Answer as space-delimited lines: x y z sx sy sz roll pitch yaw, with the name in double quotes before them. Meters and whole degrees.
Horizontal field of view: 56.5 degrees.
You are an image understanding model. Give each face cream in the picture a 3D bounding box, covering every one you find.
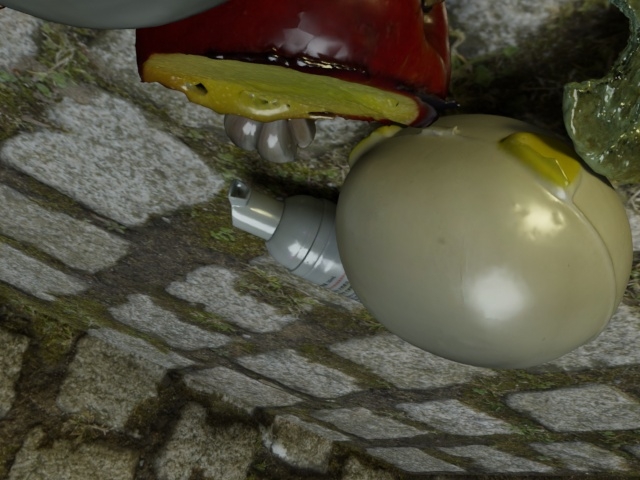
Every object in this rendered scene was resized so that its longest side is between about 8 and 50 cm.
"face cream" 0.000 0.000 1.030 0.370 0.145 0.145 25 148 -16

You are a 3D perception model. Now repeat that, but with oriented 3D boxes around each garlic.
"garlic" -0.065 -0.168 0.825 0.131 0.127 0.194 44 180 6

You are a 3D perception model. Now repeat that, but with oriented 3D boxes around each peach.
"peach" -0.036 -0.238 0.609 0.362 0.201 0.258 9 180 33

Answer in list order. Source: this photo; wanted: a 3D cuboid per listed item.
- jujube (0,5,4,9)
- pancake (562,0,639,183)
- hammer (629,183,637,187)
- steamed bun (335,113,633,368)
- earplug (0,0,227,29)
"jujube" -0.356 -0.329 0.598 0.190 0.190 0.255 31 155 -27
"pancake" 0.354 -0.170 0.594 0.253 0.037 0.253 -9 121 -15
"hammer" 0.449 -0.101 0.804 0.035 0.019 0.110 12 152 3
"steamed bun" 0.193 -0.002 0.766 0.374 0.334 0.334 13 156 43
"earplug" -0.108 -0.312 0.318 0.313 0.394 0.312 11 150 7
